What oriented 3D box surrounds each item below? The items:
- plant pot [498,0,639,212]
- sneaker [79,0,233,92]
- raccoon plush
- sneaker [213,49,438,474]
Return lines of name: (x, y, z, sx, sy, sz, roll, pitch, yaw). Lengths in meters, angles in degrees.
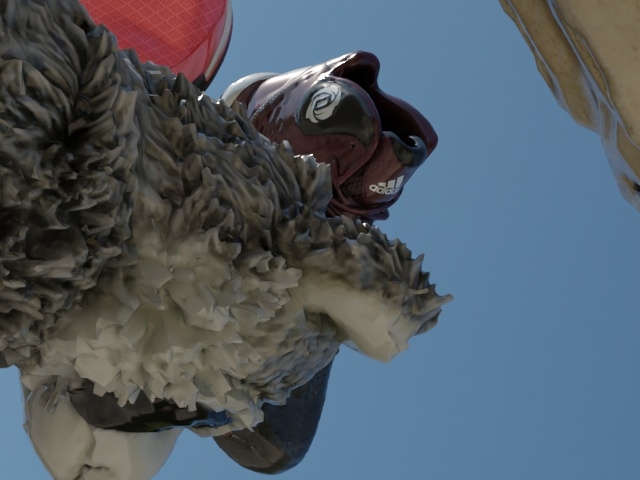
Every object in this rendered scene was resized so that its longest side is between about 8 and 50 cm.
plant pot: (0.244, -0.170, 0.760, 0.305, 0.334, 0.334, -31, -86, 4)
sneaker: (-0.098, -0.221, 0.941, 0.116, 0.314, 0.136, 10, -27, 3)
raccoon plush: (-0.097, -0.092, 0.519, 0.216, 0.299, 0.446, -118, -150, -46)
sneaker: (0.000, 0.000, 0.991, 0.162, 0.106, 0.281, -20, -118, 42)
